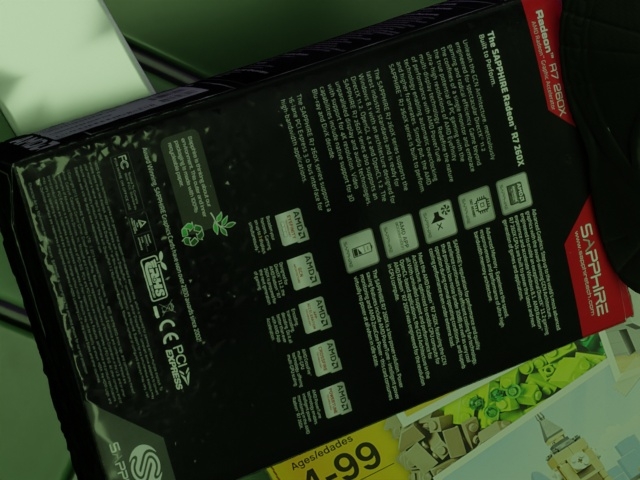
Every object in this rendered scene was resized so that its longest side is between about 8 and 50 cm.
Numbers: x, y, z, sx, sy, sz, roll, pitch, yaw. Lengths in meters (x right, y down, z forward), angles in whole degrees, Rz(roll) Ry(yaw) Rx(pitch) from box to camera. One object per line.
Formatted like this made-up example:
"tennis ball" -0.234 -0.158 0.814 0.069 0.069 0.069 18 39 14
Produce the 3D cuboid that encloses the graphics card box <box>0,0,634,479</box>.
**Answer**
"graphics card box" 0.000 0.000 1.105 0.371 0.094 0.232 -21 106 -21

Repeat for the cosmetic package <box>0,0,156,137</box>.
"cosmetic package" -0.228 -0.197 1.198 0.097 0.284 0.377 -31 106 -8

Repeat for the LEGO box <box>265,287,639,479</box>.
"LEGO box" 0.197 0.063 1.343 0.500 0.193 0.372 -28 106 5

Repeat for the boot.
"boot" 0.246 -0.100 1.122 0.179 0.085 0.236 -25 115 -30
